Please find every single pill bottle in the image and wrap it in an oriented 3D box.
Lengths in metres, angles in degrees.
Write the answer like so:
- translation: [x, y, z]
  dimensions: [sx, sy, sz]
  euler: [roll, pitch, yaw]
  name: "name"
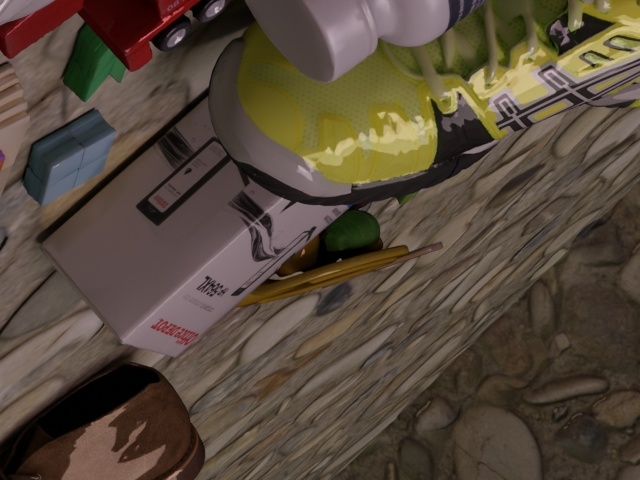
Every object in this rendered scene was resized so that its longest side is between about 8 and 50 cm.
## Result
- translation: [0.051, -0.163, 0.937]
  dimensions: [0.180, 0.108, 0.108]
  euler: [-38, 168, -15]
  name: "pill bottle"

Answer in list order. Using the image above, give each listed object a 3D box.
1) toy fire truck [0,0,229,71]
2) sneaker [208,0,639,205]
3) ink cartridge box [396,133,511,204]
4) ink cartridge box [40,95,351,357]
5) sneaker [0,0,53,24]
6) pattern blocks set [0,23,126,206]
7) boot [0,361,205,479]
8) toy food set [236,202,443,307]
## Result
- translation: [-0.068, -0.138, 0.804]
  dimensions: [0.192, 0.047, 0.135]
  euler: [-39, 167, -11]
  name: "toy fire truck"
- translation: [0.111, -0.135, 1.045]
  dimensions: [0.384, 0.145, 0.147]
  euler: [-21, 166, -25]
  name: "sneaker"
- translation: [0.145, -0.158, 1.285]
  dimensions: [0.255, 0.097, 0.189]
  euler: [-30, 164, -39]
  name: "ink cartridge box"
- translation: [-0.059, -0.024, 1.157]
  dimensions: [0.203, 0.086, 0.148]
  euler: [-42, 169, 2]
  name: "ink cartridge box"
- translation: [-0.074, -0.158, 0.658]
  dimensions: [0.232, 0.090, 0.115]
  euler: [-35, 177, 20]
  name: "sneaker"
- translation: [-0.220, -0.001, 0.880]
  dimensions: [0.325, 0.026, 0.285]
  euler: [-37, 168, -20]
  name: "pattern blocks set"
- translation: [-0.242, 0.201, 1.459]
  dimensions: [0.305, 0.112, 0.115]
  euler: [-33, 137, -16]
  name: "boot"
- translation: [0.000, 0.000, 1.507]
  dimensions: [0.128, 0.071, 0.218]
  euler: [-20, 176, 26]
  name: "toy food set"
